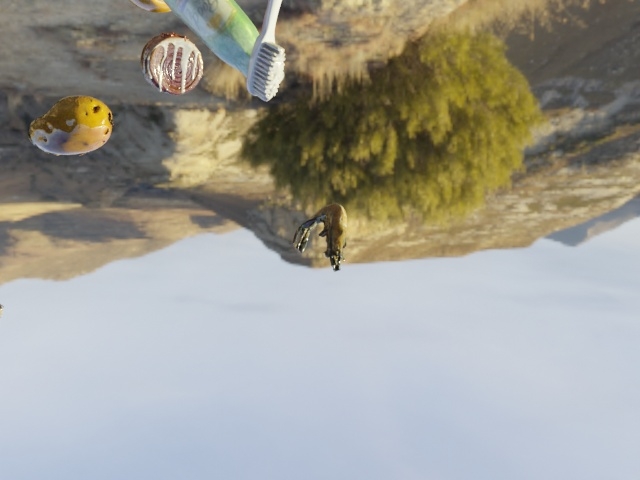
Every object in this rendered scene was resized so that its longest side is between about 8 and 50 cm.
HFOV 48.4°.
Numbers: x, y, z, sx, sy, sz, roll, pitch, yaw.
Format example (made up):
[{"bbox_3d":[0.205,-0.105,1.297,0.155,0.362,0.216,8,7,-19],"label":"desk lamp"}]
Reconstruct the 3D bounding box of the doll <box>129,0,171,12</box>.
[{"bbox_3d":[-0.344,-0.623,1.597,0.236,0.213,0.213,-17,-166,-37],"label":"doll"}]

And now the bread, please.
[{"bbox_3d":[-0.386,-0.459,1.851,0.160,0.160,0.073,-3,-160,-28],"label":"bread"}]

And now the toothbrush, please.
[{"bbox_3d":[-0.016,-0.258,0.579,0.025,0.307,0.029,-14,-139,-43],"label":"toothbrush"}]

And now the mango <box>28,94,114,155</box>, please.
[{"bbox_3d":[-0.651,-0.293,1.843,0.249,0.156,0.151,-4,-144,28],"label":"mango"}]

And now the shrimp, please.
[{"bbox_3d":[0.000,0.000,1.751,0.152,0.219,0.046,-25,135,21],"label":"shrimp"}]

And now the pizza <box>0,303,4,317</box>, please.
[{"bbox_3d":[-0.720,0.133,1.394,0.195,0.052,0.185,8,-159,-5],"label":"pizza"}]

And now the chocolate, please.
[{"bbox_3d":[-0.177,-0.391,1.306,0.110,0.291,0.110,-39,171,-8],"label":"chocolate"}]
